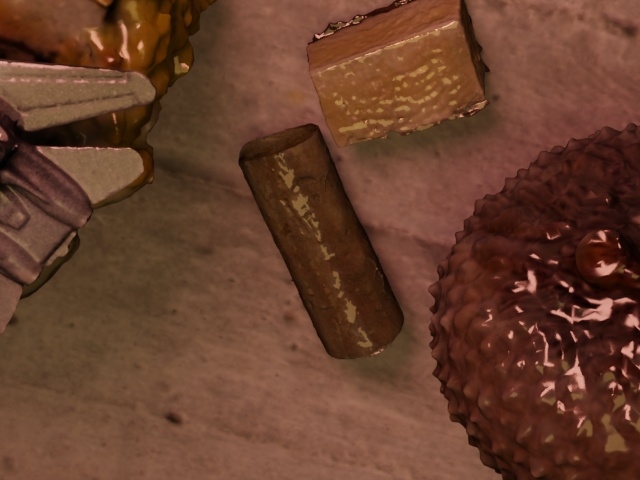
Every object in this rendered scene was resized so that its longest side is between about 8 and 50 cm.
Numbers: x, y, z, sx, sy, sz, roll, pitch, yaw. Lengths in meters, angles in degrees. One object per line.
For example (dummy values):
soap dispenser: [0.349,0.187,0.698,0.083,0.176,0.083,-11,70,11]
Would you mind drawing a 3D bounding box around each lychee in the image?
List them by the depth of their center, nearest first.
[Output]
lychee: [0.221,0.064,1.321,0.300,0.300,0.300,0,113,-1]

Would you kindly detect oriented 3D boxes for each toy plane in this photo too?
toy plane: [-0.243,-0.075,1.089,0.267,0.088,0.212,39,105,-17]

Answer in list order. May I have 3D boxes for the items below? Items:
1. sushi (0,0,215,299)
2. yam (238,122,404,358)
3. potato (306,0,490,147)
sushi: [-0.273,-0.135,1.240,0.396,0.240,0.351,-35,110,16]
yam: [0.000,0.000,1.394,0.068,0.068,0.169,-22,108,8]
potato: [0.052,-0.116,1.348,0.122,0.061,0.086,-19,114,8]
